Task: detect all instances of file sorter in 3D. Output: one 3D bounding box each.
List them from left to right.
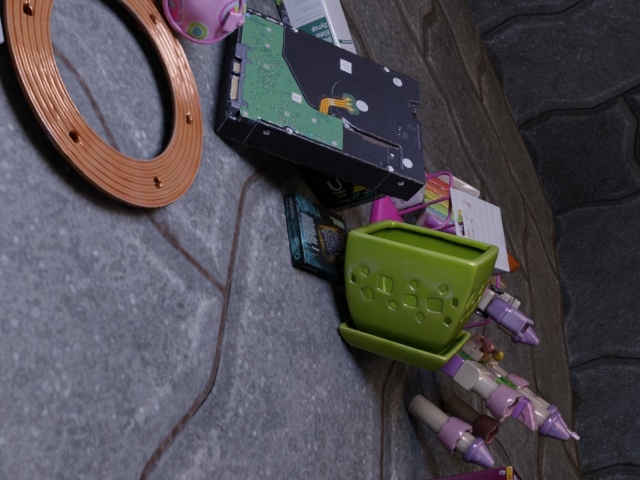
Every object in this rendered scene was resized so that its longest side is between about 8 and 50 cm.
[{"bbox_3d":[0.247,0.030,1.707,0.291,0.182,0.202,58,29,-32],"label":"file sorter"}]

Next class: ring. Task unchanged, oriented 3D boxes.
[{"bbox_3d":[-0.249,-0.196,0.961,0.336,0.032,0.337,44,37,-47],"label":"ring"}]

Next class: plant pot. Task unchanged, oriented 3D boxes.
[{"bbox_3d":[0.164,0.094,1.410,0.227,0.228,0.207,-18,122,-67],"label":"plant pot"}]

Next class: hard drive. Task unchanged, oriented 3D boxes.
[{"bbox_3d":[0.007,-0.214,1.287,0.338,0.064,0.237,18,52,-23],"label":"hard drive"}]

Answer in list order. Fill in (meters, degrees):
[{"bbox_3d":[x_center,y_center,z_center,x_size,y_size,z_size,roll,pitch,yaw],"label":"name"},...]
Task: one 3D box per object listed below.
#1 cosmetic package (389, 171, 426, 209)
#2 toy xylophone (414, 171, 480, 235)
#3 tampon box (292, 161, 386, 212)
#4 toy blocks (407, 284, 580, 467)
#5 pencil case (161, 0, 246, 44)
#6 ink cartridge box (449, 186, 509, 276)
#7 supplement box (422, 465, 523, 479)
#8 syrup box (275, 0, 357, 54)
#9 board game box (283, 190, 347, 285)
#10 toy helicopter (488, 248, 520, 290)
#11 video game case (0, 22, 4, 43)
[{"bbox_3d":[0.148,-0.193,1.759,0.231,0.085,0.117,60,27,-31],"label":"cosmetic package"},{"bbox_3d":[0.331,-0.052,1.948,0.236,0.081,0.323,26,27,-5],"label":"toy xylophone"},{"bbox_3d":[0.035,-0.147,1.434,0.161,0.120,0.101,52,32,-39],"label":"tampon box"},{"bbox_3d":[0.384,0.297,1.584,0.260,0.309,0.288,36,8,28],"label":"toy blocks"},{"bbox_3d":[-0.148,-0.393,1.160,0.124,0.124,0.284,57,22,-33],"label":"pencil case"},{"bbox_3d":[0.304,-0.014,1.607,0.179,0.045,0.145,15,62,-42],"label":"ink cartridge box"},{"bbox_3d":[0.272,0.483,1.459,0.081,0.188,0.104,51,32,-39],"label":"supplement box"},{"bbox_3d":[-0.011,-0.416,1.543,0.096,0.093,0.237,-27,100,-66],"label":"syrup box"},{"bbox_3d":[0.000,0.000,1.380,0.186,0.026,0.126,26,51,-59],"label":"board game box"},{"bbox_3d":[0.380,0.048,2.032,0.235,0.140,0.355,48,15,-2],"label":"toy helicopter"},{"bbox_3d":[-0.381,-0.280,0.737,0.190,0.022,0.173,4,71,-66],"label":"video game case"}]
